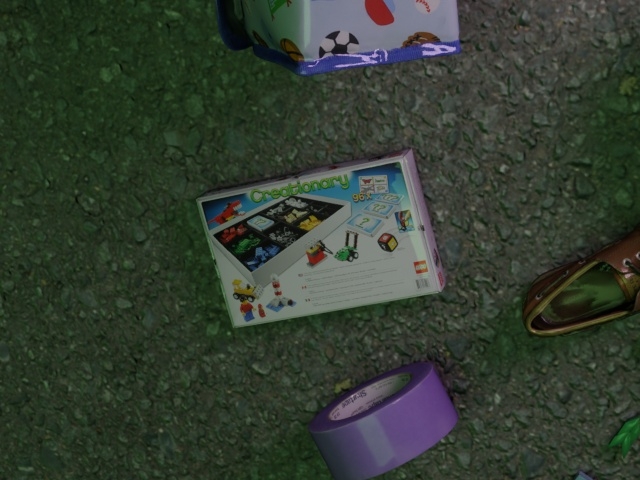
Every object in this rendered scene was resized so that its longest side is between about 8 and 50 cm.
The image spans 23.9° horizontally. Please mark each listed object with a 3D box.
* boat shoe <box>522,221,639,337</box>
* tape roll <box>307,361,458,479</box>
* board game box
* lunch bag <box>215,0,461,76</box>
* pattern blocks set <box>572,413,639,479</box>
[{"bbox_3d":[0.397,0.046,1.908,0.307,0.104,0.111,-32,94,23],"label":"boat shoe"},{"bbox_3d":[0.083,0.242,2.018,0.189,0.189,0.080,-25,98,22],"label":"tape roll"},{"bbox_3d":[0.000,0.000,2.046,0.305,0.053,0.193,-10,103,20],"label":"board game box"},{"bbox_3d":[-0.009,-0.378,1.773,0.239,0.385,0.328,-8,106,-13],"label":"lunch bag"},{"bbox_3d":[0.501,0.374,2.015,0.325,0.026,0.285,43,113,2],"label":"pattern blocks set"}]
